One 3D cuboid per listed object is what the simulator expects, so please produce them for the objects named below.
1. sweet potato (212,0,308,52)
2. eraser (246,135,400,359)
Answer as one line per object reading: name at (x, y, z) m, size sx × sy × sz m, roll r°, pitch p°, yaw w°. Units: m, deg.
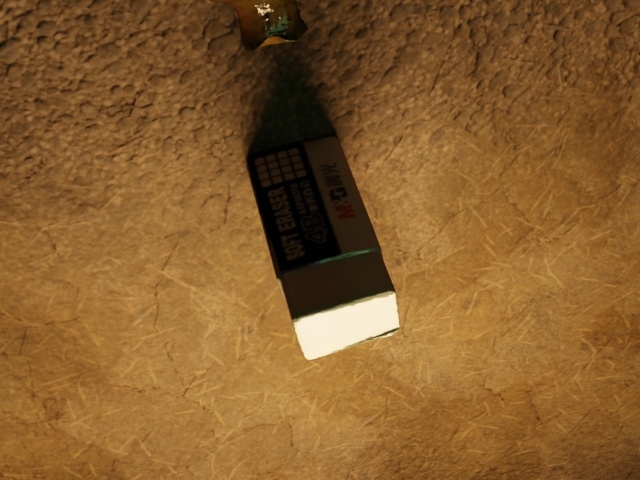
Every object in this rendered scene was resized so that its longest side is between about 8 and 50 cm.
sweet potato at (-0.130, -0.290, 1.214) m, size 0.285 × 0.085 × 0.112 m, roll 22°, pitch 125°, yaw -32°
eraser at (0.000, 0.000, 1.375) m, size 0.130 × 0.287 × 0.086 m, roll -17°, pitch 135°, yaw -3°
